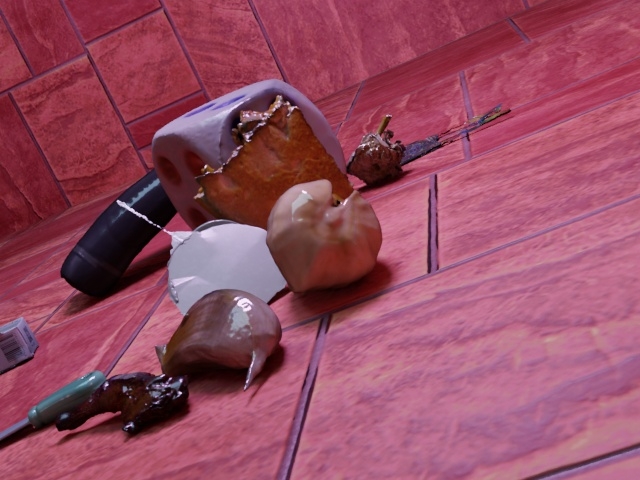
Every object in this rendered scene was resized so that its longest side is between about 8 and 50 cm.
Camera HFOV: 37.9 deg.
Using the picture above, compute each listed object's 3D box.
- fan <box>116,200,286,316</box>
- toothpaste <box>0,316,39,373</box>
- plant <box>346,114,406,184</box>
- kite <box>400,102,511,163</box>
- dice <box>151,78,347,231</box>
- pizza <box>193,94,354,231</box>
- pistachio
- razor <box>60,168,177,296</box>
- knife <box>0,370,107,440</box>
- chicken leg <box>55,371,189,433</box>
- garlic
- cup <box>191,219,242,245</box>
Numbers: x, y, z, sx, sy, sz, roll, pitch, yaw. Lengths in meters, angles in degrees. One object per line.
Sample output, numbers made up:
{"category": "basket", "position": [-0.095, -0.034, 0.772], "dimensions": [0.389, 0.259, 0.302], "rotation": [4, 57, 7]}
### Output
{"category": "fan", "position": [-0.188, 0.013, 1.357], "dimensions": [0.310, 0.010, 0.182], "rotation": [32, 60, 25]}
{"category": "toothpaste", "position": [-0.658, 0.241, 1.610], "dimensions": [0.337, 0.067, 0.081], "rotation": [-26, 11, -5]}
{"category": "plant", "position": [0.098, -0.169, 1.693], "dimensions": [0.117, 0.104, 0.121], "rotation": [-21, 53, 45]}
{"category": "kite", "position": [0.230, -0.194, 1.792], "dimensions": [0.286, 0.015, 0.152], "rotation": [-25, 17, 12]}
{"category": "dice", "position": [-0.125, -0.130, 1.665], "dimensions": [0.243, 0.259, 0.251], "rotation": [-36, 19, -30]}
{"category": "pizza", "position": [-0.069, -0.118, 1.497], "dimensions": [0.290, 0.228, 0.081], "rotation": [0, 1, -23]}
{"category": "pistachio", "position": [0.000, 0.000, 1.234], "dimensions": [0.157, 0.157, 0.229], "rotation": [-27, 2, -7]}
{"category": "razor", "position": [-0.373, -0.039, 1.869], "dimensions": [0.349, 0.113, 0.204], "rotation": [-46, 13, -5]}
{"category": "knife", "position": [-0.397, 0.243, 1.237], "dimensions": [0.260, 0.034, 0.063], "rotation": [-28, 10, 3]}
{"category": "chicken leg", "position": [-0.232, 0.192, 1.108], "dimensions": [0.205, 0.053, 0.093], "rotation": [-17, 30, 44]}
{"category": "garlic", "position": [-0.105, 0.122, 1.104], "dimensions": [0.198, 0.090, 0.128], "rotation": [3, 46, 49]}
{"category": "cup", "position": [-0.157, 0.030, 1.450], "dimensions": [0.120, 0.120, 0.141], "rotation": [-28, 2, -10]}
